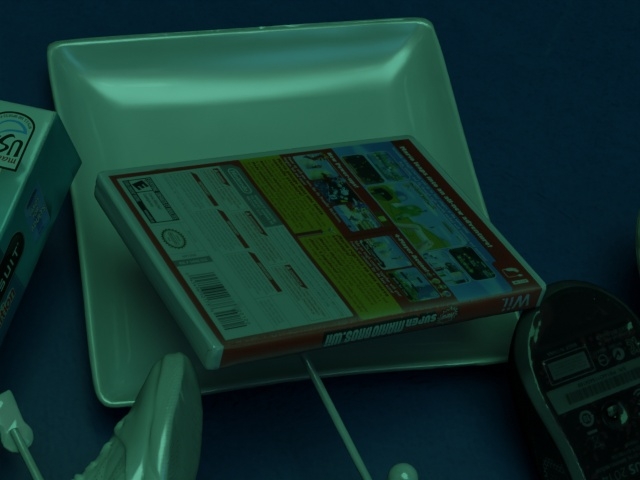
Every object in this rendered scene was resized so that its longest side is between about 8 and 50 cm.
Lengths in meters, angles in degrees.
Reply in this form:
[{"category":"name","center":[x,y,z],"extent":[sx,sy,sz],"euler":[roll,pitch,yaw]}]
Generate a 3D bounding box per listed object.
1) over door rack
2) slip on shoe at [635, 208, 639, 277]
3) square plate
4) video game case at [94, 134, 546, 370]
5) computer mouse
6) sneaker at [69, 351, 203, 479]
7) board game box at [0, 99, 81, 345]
[{"category":"over door rack","center":[-0.065,0.188,1.108],"extent":[0.239,0.108,0.324],"euler":[-26,75,-19]},{"category":"slip on shoe","center":[0.345,0.099,1.246],"extent":[0.123,0.101,0.331],"euler":[11,52,-49]},{"category":"square plate","center":[-0.036,-0.029,1.313],"extent":[0.344,0.049,0.347],"euler":[-5,60,-14]},{"category":"video game case","center":[0.000,0.000,1.187],"extent":[0.285,0.025,0.204],"euler":[-9,42,-30]},{"category":"computer mouse","center":[0.213,0.166,1.221],"extent":[0.188,0.072,0.272],"euler":[-13,78,-20]},{"category":"sneaker","center":[-0.136,0.165,1.030],"extent":[0.094,0.080,0.212],"euler":[3,58,15]},{"category":"board game box","center":[-0.354,0.039,1.140],"extent":[0.254,0.079,0.336],"euler":[12,64,14]}]
